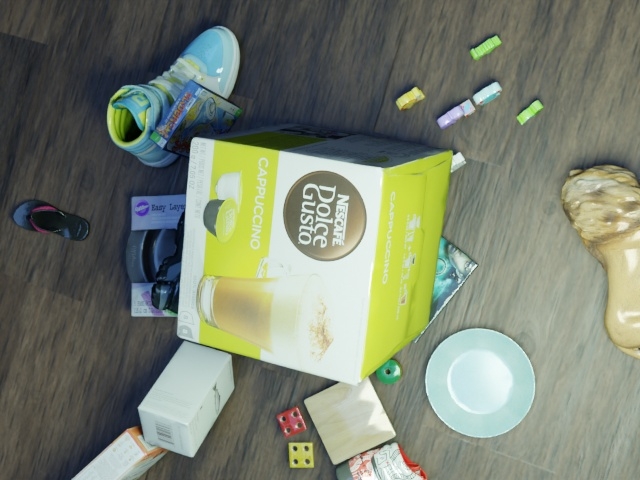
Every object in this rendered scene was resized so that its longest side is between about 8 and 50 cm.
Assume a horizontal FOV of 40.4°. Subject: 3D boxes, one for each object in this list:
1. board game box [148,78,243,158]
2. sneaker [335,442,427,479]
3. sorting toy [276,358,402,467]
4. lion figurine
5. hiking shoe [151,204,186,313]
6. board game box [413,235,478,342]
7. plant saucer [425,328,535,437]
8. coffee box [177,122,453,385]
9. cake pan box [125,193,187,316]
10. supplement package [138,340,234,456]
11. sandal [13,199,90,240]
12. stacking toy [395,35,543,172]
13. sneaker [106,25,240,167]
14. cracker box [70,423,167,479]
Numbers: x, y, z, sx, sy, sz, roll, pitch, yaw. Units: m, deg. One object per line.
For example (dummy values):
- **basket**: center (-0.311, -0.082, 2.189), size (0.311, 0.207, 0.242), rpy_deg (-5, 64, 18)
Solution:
- **board game box**: center (-0.233, -0.222, 1.660), size (0.035, 0.201, 0.136), rpy_deg (38, 98, 14)
- **sneaker**: center (0.147, 0.502, 1.575), size (0.145, 0.090, 0.270), rpy_deg (-27, 86, 4)
- **sorting toy**: center (0.051, 0.333, 1.633), size (0.274, 0.046, 0.132), rpy_deg (-29, 80, 12)
- **lion figurine**: center (0.535, 0.064, 1.465), size (0.240, 0.142, 0.392), rpy_deg (-3, 91, 23)
- **hiking shoe**: center (-0.210, 0.004, 1.643), size (0.132, 0.113, 0.304), rpy_deg (24, 87, -15)
- **board game box**: center (0.187, 0.079, 1.617), size (0.126, 0.026, 0.186), rpy_deg (39, 98, 15)
- **plant saucer**: center (0.289, 0.255, 1.574), size (0.195, 0.037, 0.195), rpy_deg (-1, 88, 15)
- **coffee box**: center (0.000, 0.000, 1.463), size (0.334, 0.338, 0.338), rpy_deg (12, 105, 23)
- **cake pan box**: center (-0.253, 0.029, 1.725), size (0.266, 0.070, 0.246), rpy_deg (0, 85, 16)
- **supplement package**: center (-0.249, 0.296, 1.641), size (0.105, 0.179, 0.105), rpy_deg (14, 133, 16)
- **sandal**: center (-0.570, -0.043, 1.830), size (0.179, 0.040, 0.067), rpy_deg (14, 91, 16)
- **stacking toy**: center (0.273, -0.249, 1.596), size (0.221, 0.052, 0.167), rpy_deg (-34, 79, 11)
- **sneaker**: center (-0.286, -0.289, 1.675), size (0.127, 0.208, 0.319), rpy_deg (34, 96, 16)
- **cracker box**: center (-0.401, 0.450, 1.699), size (0.232, 0.155, 0.067), rpy_deg (-42, 78, 11)
